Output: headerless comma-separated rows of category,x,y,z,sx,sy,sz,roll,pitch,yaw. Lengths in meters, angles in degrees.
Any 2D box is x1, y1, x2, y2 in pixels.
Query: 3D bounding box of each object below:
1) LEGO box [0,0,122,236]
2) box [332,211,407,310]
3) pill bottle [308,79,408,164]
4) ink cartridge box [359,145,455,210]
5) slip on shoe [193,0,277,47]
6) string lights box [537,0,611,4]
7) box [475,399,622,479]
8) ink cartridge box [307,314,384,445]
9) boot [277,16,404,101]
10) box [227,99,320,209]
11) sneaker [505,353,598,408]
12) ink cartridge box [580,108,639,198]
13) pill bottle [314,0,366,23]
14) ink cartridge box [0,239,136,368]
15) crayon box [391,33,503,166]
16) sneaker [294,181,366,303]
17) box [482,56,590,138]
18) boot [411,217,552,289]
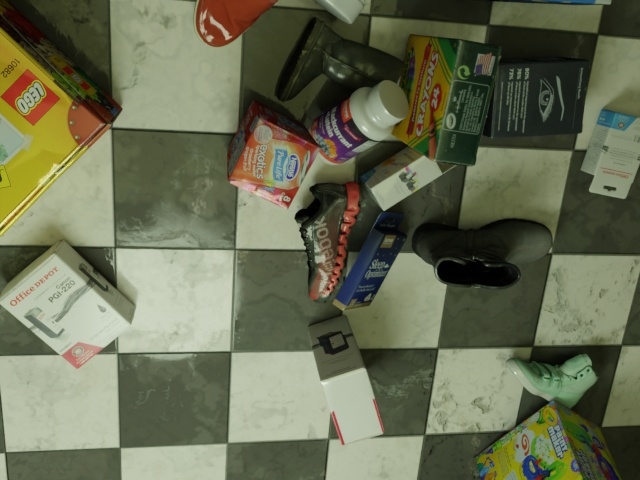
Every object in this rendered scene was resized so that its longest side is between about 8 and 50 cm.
LEGO box,-0.668,-0.178,1.135,0.500,0.193,0.372,-42,111,6
box,0.117,0.046,1.404,0.036,0.136,0.225,32,104,26
pill bottle,0.074,-0.229,1.251,0.108,0.108,0.193,42,139,-21
ink cartridge box,0.182,-0.146,1.354,0.181,0.104,0.061,-32,112,1
slip on shoe,-0.115,-0.451,1.133,0.123,0.101,0.331,26,135,-36
string lights box,0.414,-0.501,1.254,0.260,0.133,0.076,-1,109,-10
box,0.556,0.600,1.557,0.177,0.290,0.279,31,119,-19
ink cartridge box,0.051,0.298,1.419,0.100,0.237,0.171,-17,112,-1
boot,0.040,-0.320,1.291,0.209,0.076,0.189,25,105,-25
box,-0.095,-0.168,1.212,0.123,0.257,0.128,25,103,-16
sneaker,0.575,0.313,1.597,0.256,0.094,0.151,31,107,-29
ink cartridge box,0.656,-0.193,1.449,0.104,0.060,0.180,10,107,-14
pill bottle,0.085,-0.547,1.162,0.161,0.161,0.283,32,101,-19
ink cartridge box,-0.515,0.131,1.331,0.159,0.092,0.218,-39,110,4
crayon box,0.211,-0.271,1.200,0.081,0.318,0.202,6,107,-12
sneaker,0.000,0.000,1.377,0.135,0.097,0.276,10,105,-14
box,0.432,-0.299,1.344,0.207,0.108,0.153,-4,110,-10
boot,0.379,0.042,1.395,0.338,0.222,0.118,-5,110,-9
